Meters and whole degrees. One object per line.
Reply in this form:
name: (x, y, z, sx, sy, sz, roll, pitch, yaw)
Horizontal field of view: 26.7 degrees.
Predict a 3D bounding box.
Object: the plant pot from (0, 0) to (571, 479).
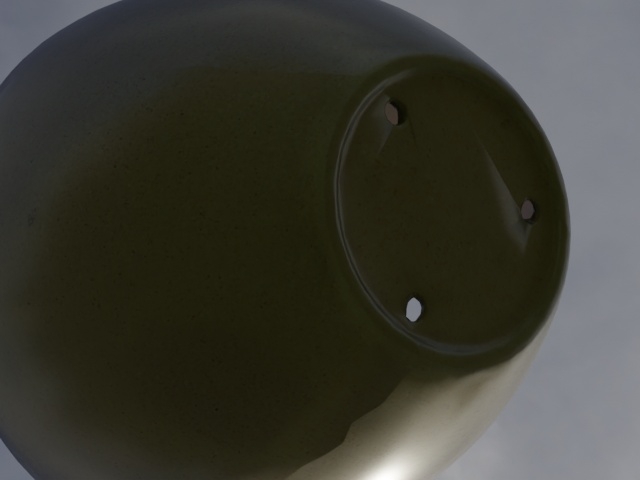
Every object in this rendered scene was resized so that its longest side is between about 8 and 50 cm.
plant pot: (0.000, 0.000, 0.611, 0.284, 0.191, 0.284, 8, -104, -34)
